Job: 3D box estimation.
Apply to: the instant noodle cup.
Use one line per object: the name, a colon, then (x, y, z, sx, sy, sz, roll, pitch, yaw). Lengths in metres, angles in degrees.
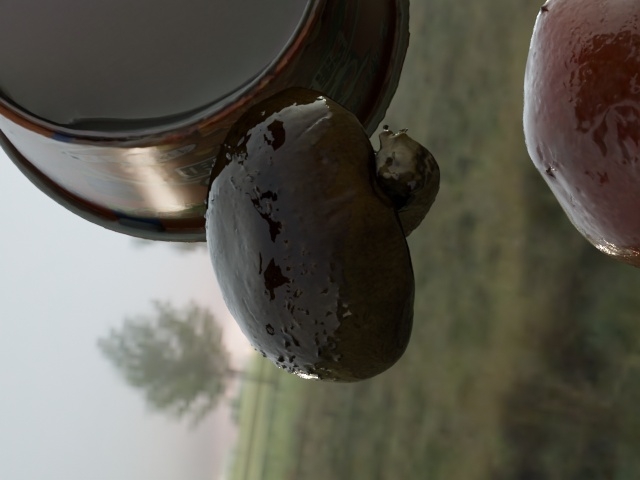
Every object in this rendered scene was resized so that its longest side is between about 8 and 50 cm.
instant noodle cup: (-0.081, -0.131, 0.918, 0.192, 0.250, 0.250, 50, -132, -83)

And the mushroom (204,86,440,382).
mushroom: (0.000, 0.000, 0.770, 0.127, 0.087, 0.127, 170, 90, -68)

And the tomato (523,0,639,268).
tomato: (0.212, -0.083, 1.088, 0.208, 0.184, 0.208, 10, -90, -74)
